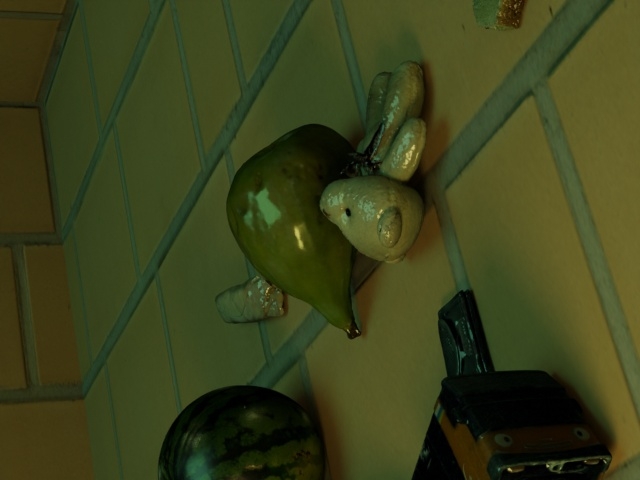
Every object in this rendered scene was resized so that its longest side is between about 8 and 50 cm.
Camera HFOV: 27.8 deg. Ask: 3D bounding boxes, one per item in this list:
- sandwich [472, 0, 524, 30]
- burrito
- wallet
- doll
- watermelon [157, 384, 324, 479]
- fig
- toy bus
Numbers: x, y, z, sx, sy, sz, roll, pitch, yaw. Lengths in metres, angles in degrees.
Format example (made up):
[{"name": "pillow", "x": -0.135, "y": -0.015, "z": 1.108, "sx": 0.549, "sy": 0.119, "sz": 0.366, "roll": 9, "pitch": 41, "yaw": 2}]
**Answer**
[{"name": "sandwich", "x": 0.216, "y": -0.310, "z": 1.601, "sx": 0.105, "sy": 0.035, "sz": 0.093, "roll": -119, "pitch": 35, "yaw": -48}, {"name": "burrito", "x": -0.139, "y": 0.113, "z": 2.401, "sx": 0.275, "sy": 0.059, "sz": 0.082, "roll": -16, "pitch": 91, "yaw": 66}, {"name": "wallet", "x": 0.185, "y": 0.139, "z": 1.708, "sx": 0.088, "sy": 0.026, "sz": 0.129, "roll": 129, "pitch": 134, "yaw": -55}, {"name": "doll", "x": 0.080, "y": -0.114, "z": 1.817, "sx": 0.175, "sy": 0.149, "sz": 0.278, "roll": 53, "pitch": -136, "yaw": -75}, {"name": "watermelon", "x": -0.129, "y": 0.378, "z": 2.141, "sx": 0.285, "sy": 0.285, "sz": 0.285, "roll": 179, "pitch": 90, "yaw": -66}, {"name": "fig", "x": -0.008, "y": -0.018, "z": 1.948, "sx": 0.314, "sy": 0.233, "sz": 0.233, "roll": 59, "pitch": 147, "yaw": 15}, {"name": "toy bus", "x": 0.201, "y": 0.319, "z": 1.522, "sx": 0.194, "sy": 0.161, "sz": 0.324, "roll": -117, "pitch": 33, "yaw": -49}]
